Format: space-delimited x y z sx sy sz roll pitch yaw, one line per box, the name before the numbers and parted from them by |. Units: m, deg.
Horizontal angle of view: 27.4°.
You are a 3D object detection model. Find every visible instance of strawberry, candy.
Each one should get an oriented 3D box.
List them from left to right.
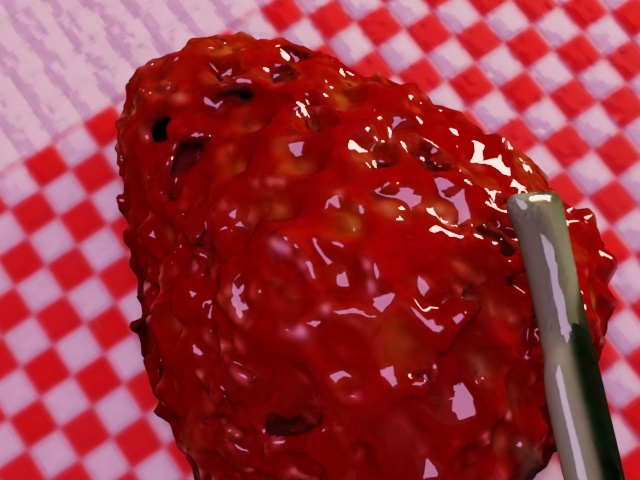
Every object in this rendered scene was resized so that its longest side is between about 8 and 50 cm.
strawberry | 0.000 0.000 0.495 0.190 0.111 0.236 -37 73 -7
candy | 0.113 0.197 0.405 0.119 0.119 0.440 -10 78 0
